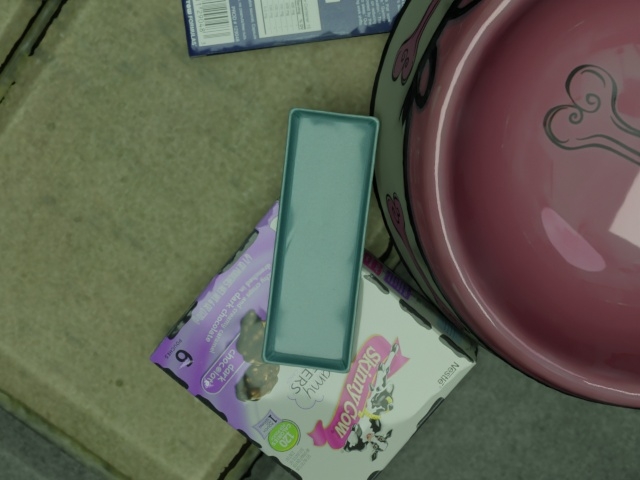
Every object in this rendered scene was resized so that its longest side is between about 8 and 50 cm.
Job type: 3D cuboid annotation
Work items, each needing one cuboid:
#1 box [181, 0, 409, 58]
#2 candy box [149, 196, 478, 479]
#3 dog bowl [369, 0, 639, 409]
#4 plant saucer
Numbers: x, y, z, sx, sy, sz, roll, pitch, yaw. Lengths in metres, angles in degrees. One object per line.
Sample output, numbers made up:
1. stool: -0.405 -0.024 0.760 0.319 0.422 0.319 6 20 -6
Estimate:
1. box: 0.004 -0.218 1.149 0.225 0.036 0.136 -6 100 7
2. candy box: -0.003 0.085 1.187 0.196 0.070 0.165 39 101 -1
3. dog bowl: 0.238 -0.063 1.077 0.408 0.150 0.408 0 103 2
4. plant saucer: 0.000 0.000 1.129 0.067 0.018 0.192 7 99 5
